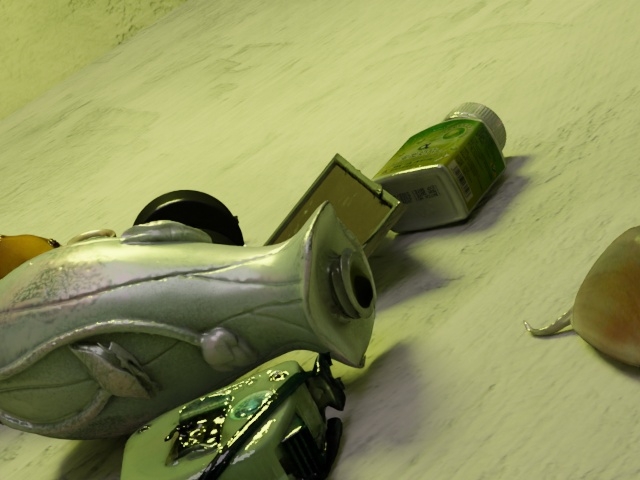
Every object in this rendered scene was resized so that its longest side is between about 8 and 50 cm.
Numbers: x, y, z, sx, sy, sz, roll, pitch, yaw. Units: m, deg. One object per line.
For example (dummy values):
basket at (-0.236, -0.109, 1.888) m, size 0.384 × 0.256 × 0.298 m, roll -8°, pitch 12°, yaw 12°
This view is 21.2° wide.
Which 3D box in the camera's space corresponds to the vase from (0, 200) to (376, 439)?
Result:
vase at (-0.158, 0.092, 1.938) m, size 0.445 × 0.250 × 0.250 m, roll -13°, pitch 24°, yaw 21°

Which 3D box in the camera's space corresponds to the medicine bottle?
medicine bottle at (0.165, -0.098, 2.221) m, size 0.132 × 0.088 × 0.188 m, roll -13°, pitch 24°, yaw 40°

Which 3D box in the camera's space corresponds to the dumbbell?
dumbbell at (-0.167, 0.036, 2.203) m, size 0.152 × 0.152 × 0.218 m, roll -26°, pitch 21°, yaw 1°

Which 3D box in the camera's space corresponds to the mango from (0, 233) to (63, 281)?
mango at (-0.405, 0.095, 2.289) m, size 0.166 × 0.136 × 0.236 m, roll -6°, pitch -45°, yaw -51°

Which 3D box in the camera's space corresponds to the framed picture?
framed picture at (0.000, 0.000, 2.165) m, size 0.209 × 0.019 × 0.281 m, roll -52°, pitch 22°, yaw 4°

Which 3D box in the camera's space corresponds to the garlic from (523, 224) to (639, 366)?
garlic at (0.312, 0.051, 1.707) m, size 0.148 × 0.128 × 0.266 m, roll -20°, pitch 7°, yaw -17°

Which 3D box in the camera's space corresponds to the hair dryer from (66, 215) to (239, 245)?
hair dryer at (-0.220, 0.027, 2.379) m, size 0.255 × 0.128 × 0.070 m, roll -19°, pitch 20°, yaw -24°

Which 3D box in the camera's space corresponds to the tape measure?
tape measure at (-0.085, 0.215, 1.729) m, size 0.235 × 0.115 × 0.207 m, roll -23°, pitch 18°, yaw 7°
